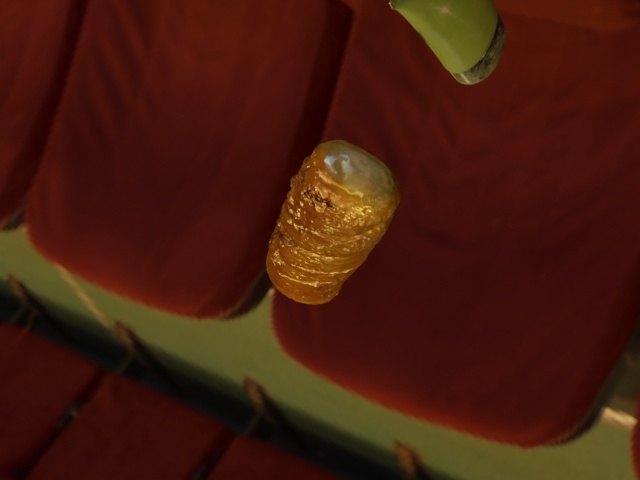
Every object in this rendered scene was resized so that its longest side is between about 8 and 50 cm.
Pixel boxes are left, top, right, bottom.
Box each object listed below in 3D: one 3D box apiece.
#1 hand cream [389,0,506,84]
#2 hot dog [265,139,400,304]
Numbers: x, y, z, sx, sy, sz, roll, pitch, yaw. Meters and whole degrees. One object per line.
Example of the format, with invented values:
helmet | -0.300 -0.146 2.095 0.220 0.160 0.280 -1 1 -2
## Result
hand cream | 0.108 -0.192 1.068 0.046 0.095 0.175 22 170 34
hot dog | 0.003 -0.002 1.001 0.088 0.061 0.286 25 162 4
